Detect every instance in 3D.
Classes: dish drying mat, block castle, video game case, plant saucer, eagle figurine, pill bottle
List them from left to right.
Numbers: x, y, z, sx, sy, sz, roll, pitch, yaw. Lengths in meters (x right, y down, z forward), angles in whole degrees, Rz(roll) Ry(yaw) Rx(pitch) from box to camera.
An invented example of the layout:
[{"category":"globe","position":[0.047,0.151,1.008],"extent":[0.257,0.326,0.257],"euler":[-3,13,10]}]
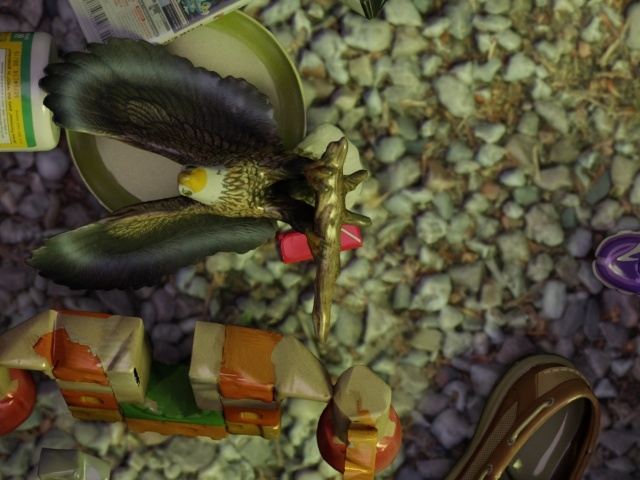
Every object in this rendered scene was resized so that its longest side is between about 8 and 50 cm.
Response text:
[{"category":"pill bottle","position":[-0.362,-0.143,1.554],"extent":[0.208,0.117,0.118],"euler":[-1,95,-2]},{"category":"video game case","position":[-0.174,-0.292,1.574],"extent":[0.183,0.023,0.201],"euler":[-26,81,0]},{"category":"block castle","position":[-0.157,0.248,1.506],"extent":[0.453,0.213,0.303],"euler":[6,68,3]},{"category":"plant saucer","position":[-0.134,-0.122,1.607],"extent":[0.241,0.037,0.241],"euler":[0,96,-3]},{"category":"eagle figurine","position":[-0.113,-0.056,1.516],"extent":[0.298,0.225,0.226],"euler":[9,59,21]},{"category":"dish drying mat","position":[0.000,0.000,1.639],"extent":[0.083,0.008,0.032],"euler":[-13,97,-2]}]

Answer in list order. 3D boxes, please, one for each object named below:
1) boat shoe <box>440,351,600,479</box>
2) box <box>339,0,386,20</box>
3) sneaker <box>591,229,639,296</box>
[{"category":"boat shoe","position":[0.185,0.270,1.607],"extent":[0.122,0.120,0.324],"euler":[20,94,-19]},{"category":"box","position":[0.009,-0.408,1.525],"extent":[0.293,0.073,0.295],"euler":[35,86,9]},{"category":"sneaker","position":[0.361,0.036,1.628],"extent":[0.170,0.071,0.068],"euler":[16,94,-3]}]
